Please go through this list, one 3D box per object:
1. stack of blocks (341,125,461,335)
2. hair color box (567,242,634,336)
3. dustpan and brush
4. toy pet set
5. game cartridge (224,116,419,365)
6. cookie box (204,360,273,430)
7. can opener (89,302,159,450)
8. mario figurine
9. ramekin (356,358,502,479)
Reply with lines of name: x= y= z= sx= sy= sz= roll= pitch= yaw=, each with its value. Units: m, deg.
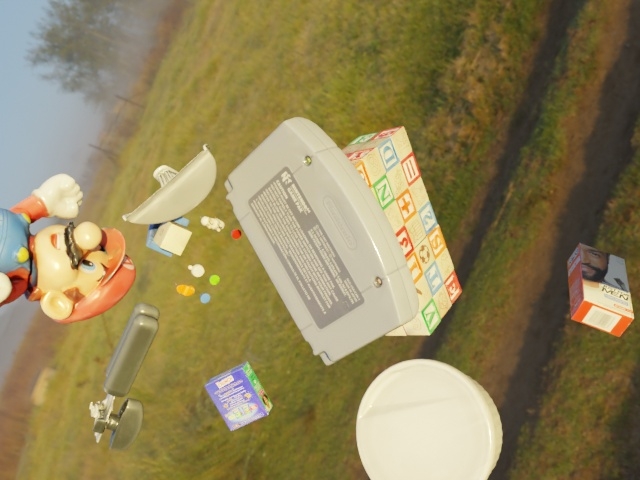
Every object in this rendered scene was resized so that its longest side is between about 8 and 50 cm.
stack of blocks: x=0.102 y=-0.001 z=1.139 sx=0.087 sy=0.297 sz=0.171 roll=-6 pitch=25 yaw=40
hair color box: x=0.498 y=0.085 z=1.332 sx=0.167 sy=0.093 sz=0.053 roll=-70 pitch=0 yaw=-53
dustpan and brush: x=-0.197 y=-0.075 z=1.067 sx=0.147 sy=0.060 sz=0.211 roll=-40 pitch=-15 yaw=3
toy pet set: x=-0.198 y=0.012 z=1.104 sx=0.065 sy=0.114 sz=0.122 roll=30 pitch=93 yaw=57
game cartridge: x=0.000 y=0.000 z=0.965 sx=0.060 sy=0.294 sz=0.196 roll=-23 pitch=-10 yaw=-43
cookie box: x=-0.160 y=0.306 z=1.467 sx=0.092 sy=0.107 sz=0.040 roll=-26 pitch=7 yaw=15
can opener: x=-0.332 y=0.237 z=1.292 sx=0.074 sy=0.093 sz=0.280 roll=-113 pitch=42 yaw=-60
mario figurine: x=-0.355 y=-0.009 z=0.885 sx=0.170 sy=0.320 sz=0.198 roll=-1 pitch=72 yaw=46
ramekin: x=0.211 y=0.356 z=1.385 sx=0.273 sy=0.127 sz=0.273 roll=-4 pitch=82 yaw=31
